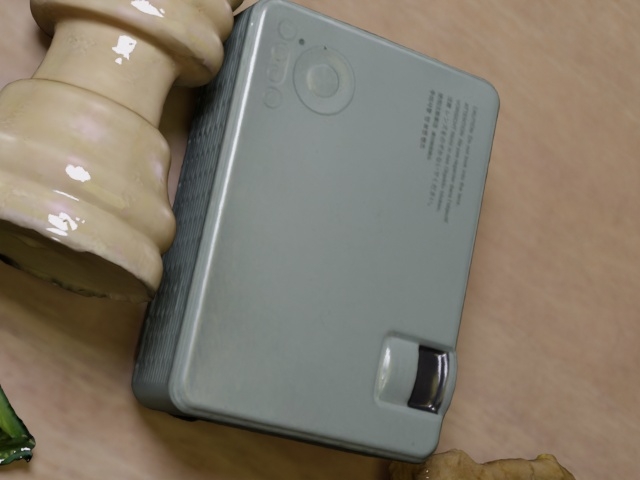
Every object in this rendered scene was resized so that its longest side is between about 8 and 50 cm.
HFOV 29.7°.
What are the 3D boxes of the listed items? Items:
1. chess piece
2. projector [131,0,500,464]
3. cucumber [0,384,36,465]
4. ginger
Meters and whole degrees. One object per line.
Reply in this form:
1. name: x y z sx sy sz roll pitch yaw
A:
1. chess piece: -0.109 -0.127 0.713 0.124 0.138 0.307 35 67 -38
2. projector: 0.000 0.000 0.773 0.192 0.099 0.257 16 78 -25
3. cucumber: -0.231 0.042 0.669 0.046 0.070 0.220 -27 98 3
4. ginger: 0.119 0.194 0.835 0.165 0.067 0.096 3 63 -27
